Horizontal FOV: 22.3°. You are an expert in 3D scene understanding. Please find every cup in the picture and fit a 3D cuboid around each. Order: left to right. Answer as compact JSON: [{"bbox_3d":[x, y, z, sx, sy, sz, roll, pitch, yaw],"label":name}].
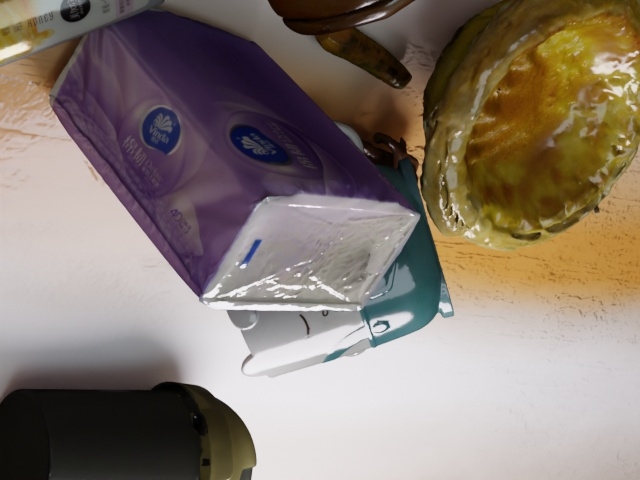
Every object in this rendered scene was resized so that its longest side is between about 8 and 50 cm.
[{"bbox_3d":[0.000,0.000,1.929,0.257,0.219,0.290,-16,96,2],"label":"cup"}]

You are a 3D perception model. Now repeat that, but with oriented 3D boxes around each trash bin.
[{"bbox_3d":[-0.233,0.282,2.038,0.333,0.214,0.214,6,123,-38],"label":"trash bin"}]

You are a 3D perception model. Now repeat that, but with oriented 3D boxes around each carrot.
[{"bbox_3d":[0.053,-0.217,1.918,0.042,0.042,0.170,-49,142,12],"label":"carrot"}]

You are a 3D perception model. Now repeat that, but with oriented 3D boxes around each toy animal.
[{"bbox_3d":[0.042,-0.024,2.075,0.224,0.066,0.230,-36,137,2],"label":"toy animal"}]

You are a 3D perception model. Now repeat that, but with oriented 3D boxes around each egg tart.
[{"bbox_3d":[0.256,-0.169,2.004,0.387,0.169,0.388,-25,134,-28],"label":"egg tart"}]

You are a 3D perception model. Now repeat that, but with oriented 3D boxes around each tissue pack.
[{"bbox_3d":[-0.094,-0.088,1.689,0.242,0.338,0.160,5,125,-48],"label":"tissue pack"}]

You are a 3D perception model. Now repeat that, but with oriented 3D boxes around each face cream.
[{"bbox_3d":[-0.288,-0.232,1.603,0.269,0.073,0.107,-21,125,-20],"label":"face cream"}]

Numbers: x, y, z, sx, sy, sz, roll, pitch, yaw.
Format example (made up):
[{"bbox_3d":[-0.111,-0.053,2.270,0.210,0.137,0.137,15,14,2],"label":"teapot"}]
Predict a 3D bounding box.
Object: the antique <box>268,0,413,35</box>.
[{"bbox_3d":[0.044,-0.331,1.651,0.278,0.223,0.129,-54,134,-26],"label":"antique"}]
